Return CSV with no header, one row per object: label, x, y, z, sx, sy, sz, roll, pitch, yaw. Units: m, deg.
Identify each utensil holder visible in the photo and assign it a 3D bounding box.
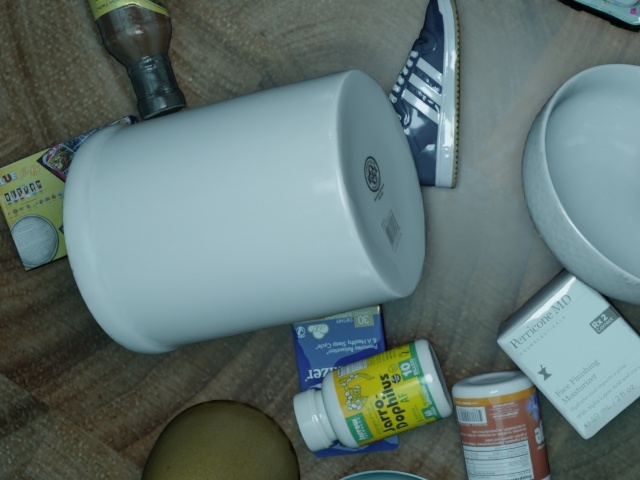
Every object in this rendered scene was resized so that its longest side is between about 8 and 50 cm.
utensil holder,-0.091,-0.039,1.575,0.385,0.327,0.327,-13,92,23

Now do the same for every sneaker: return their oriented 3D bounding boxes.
sneaker,0.123,-0.216,1.686,0.153,0.099,0.282,1,97,7

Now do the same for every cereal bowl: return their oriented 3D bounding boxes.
cereal bowl,0.414,-0.059,1.588,0.339,0.141,0.339,9,63,-17

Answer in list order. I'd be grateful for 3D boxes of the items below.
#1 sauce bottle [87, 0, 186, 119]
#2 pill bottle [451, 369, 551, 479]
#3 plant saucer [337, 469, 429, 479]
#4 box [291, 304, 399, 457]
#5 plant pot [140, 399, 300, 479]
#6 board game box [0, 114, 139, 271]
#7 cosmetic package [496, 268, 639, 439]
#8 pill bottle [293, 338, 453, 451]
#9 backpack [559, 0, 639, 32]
sauce bottle,-0.285,-0.349,1.736,0.111,0.111,0.344,-18,93,9
pill bottle,0.263,0.302,1.688,0.121,0.121,0.216,-9,93,9
plant saucer,0.108,0.487,1.747,0.318,0.044,0.317,2,98,15
box,0.038,0.212,1.760,0.136,0.036,0.225,-8,94,9
plant pot,-0.168,0.372,1.693,0.237,0.254,0.237,1,95,9
board game box,-0.365,-0.071,1.799,0.243,0.042,0.165,-20,91,10
cosmetic package,0.361,0.149,1.646,0.151,0.151,0.183,-43,87,9
pill bottle,0.073,0.226,1.678,0.208,0.117,0.117,-20,91,8
backpack,0.410,-0.400,1.601,0.166,0.144,0.188,29,97,22
